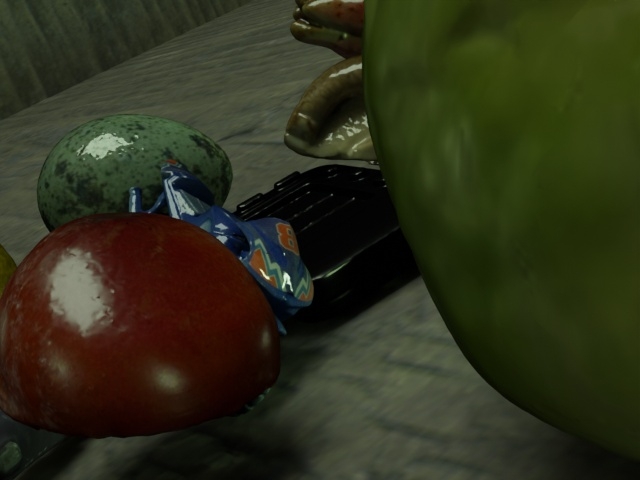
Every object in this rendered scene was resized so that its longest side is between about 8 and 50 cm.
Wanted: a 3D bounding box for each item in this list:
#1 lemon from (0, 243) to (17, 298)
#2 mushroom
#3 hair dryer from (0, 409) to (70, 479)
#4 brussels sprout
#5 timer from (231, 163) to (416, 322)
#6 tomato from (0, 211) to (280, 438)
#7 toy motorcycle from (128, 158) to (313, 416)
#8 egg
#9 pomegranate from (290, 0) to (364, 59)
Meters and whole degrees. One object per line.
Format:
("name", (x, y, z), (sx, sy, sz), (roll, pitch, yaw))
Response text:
("lemon", (-0.309, 0.046, 0.842), (0.170, 0.170, 0.207), (-29, 24, -19))
("mushroom", (0.077, -0.093, 0.831), (0.210, 0.094, 0.072), (4, 7, 27))
("hair dryer", (-0.149, 0.116, 0.563), (0.301, 0.121, 0.361), (-10, 14, 12))
("brussels sprout", (0.147, -0.052, 0.400), (0.242, 0.274, 0.316), (-5, 14, -28))
("timer", (0.000, 0.000, 0.790), (0.144, 0.055, 0.187), (-32, 23, -24))
("tomato", (-0.093, 0.032, 0.557), (0.139, 0.091, 0.159), (-12, 16, -26))
("toy motorcycle", (-0.071, 0.023, 0.695), (0.114, 0.076, 0.205), (-57, 40, 2))
("egg", (-0.162, -0.046, 0.993), (0.172, 0.132, 0.132), (-10, 17, -1))
("pomegranate", (0.095, -0.183, 0.925), (0.248, 0.214, 0.214), (-2, 13, -13))
